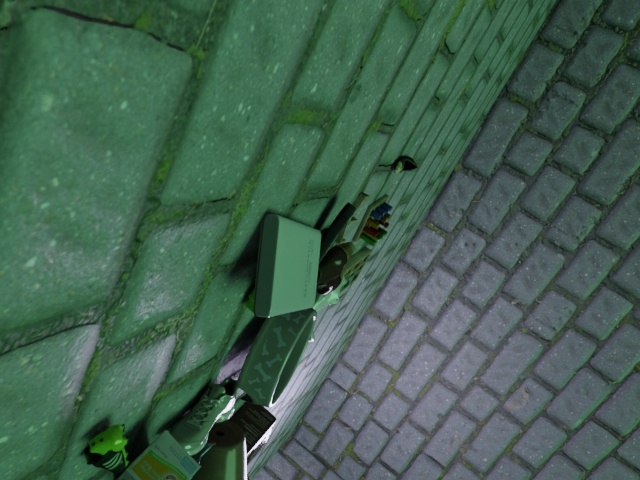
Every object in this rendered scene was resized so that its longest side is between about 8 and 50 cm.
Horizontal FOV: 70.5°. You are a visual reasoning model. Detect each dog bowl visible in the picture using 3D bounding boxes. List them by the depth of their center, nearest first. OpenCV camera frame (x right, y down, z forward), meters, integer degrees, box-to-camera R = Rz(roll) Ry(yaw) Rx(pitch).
[{"bbox_3d":[-0.119,0.327,1.337,0.349,0.102,0.349,23,90,-80],"label":"dog bowl"}]

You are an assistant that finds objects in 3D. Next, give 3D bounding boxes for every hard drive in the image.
[{"bbox_3d":[-0.065,0.061,1.035,0.307,0.040,0.203,16,79,-73],"label":"hard drive"}]

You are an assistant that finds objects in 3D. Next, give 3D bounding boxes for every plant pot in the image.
[{"bbox_3d":[-0.314,0.670,1.335,0.263,0.263,0.229,-8,113,-69],"label":"plant pot"}]

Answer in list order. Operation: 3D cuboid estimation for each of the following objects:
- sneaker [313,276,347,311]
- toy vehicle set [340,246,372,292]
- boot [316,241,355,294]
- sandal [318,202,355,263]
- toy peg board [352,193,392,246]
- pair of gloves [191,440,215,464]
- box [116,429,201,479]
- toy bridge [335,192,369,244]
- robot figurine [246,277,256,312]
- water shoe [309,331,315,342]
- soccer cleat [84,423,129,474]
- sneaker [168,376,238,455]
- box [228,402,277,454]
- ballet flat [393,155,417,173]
[{"bbox_3d":[0.017,0.202,1.570,0.212,0.094,0.080,-53,-156,-12],"label":"sneaker"},{"bbox_3d":[0.116,0.135,1.869,0.267,0.035,0.166,-29,149,-58],"label":"toy vehicle set"},{"bbox_3d":[-0.002,0.117,1.386,0.207,0.090,0.248,-34,160,-47],"label":"boot"},{"bbox_3d":[0.000,-0.001,1.227,0.254,0.054,0.097,-55,-172,5],"label":"sandal"},{"bbox_3d":[0.213,-0.067,1.679,0.161,0.079,0.160,-36,154,-52],"label":"toy peg board"},{"bbox_3d":[-0.358,0.577,1.177,0.198,0.023,0.159,-16,-155,53],"label":"pair of gloves"},{"bbox_3d":[-0.358,0.511,0.987,0.103,0.114,0.203,-42,174,-43],"label":"box"},{"bbox_3d":[0.093,-0.063,1.428,0.063,0.026,0.188,-17,139,-62],"label":"toy bridge"},{"bbox_3d":[-0.125,0.123,1.078,0.115,0.067,0.101,-54,133,-7],"label":"robot figurine"},{"bbox_3d":[-0.072,0.350,1.720,0.080,0.073,0.203,-28,152,-14],"label":"water shoe"},{"bbox_3d":[-0.402,0.400,0.852,0.072,0.060,0.179,-15,145,-33],"label":"soccer cleat"},{"bbox_3d":[-0.300,0.440,1.177,0.121,0.099,0.262,-69,169,16],"label":"sneaker"},{"bbox_3d":[-0.335,0.771,1.620,0.381,0.143,0.191,-36,155,-47],"label":"box"},{"bbox_3d":[0.301,-0.265,1.595,0.173,0.049,0.057,-31,150,-56],"label":"ballet flat"}]
